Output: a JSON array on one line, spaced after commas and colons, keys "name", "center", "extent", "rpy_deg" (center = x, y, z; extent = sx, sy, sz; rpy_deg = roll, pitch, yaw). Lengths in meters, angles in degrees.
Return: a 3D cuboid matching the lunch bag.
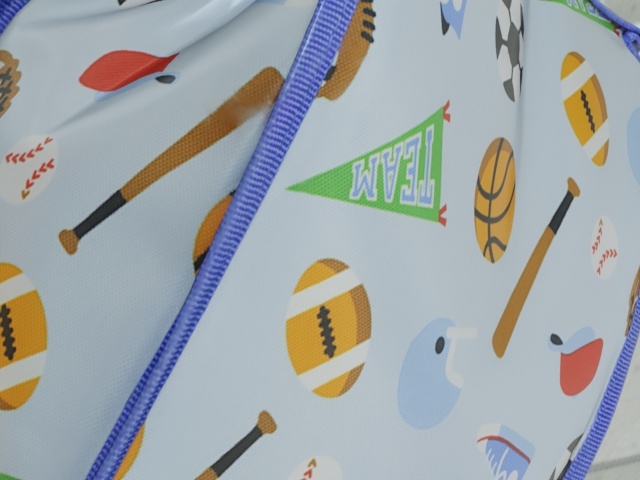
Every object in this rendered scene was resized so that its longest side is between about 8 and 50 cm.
[{"name": "lunch bag", "center": [-0.016, 0.013, 0.712], "extent": [0.239, 0.328, 0.385], "rpy_deg": [29, 89, 37]}]
